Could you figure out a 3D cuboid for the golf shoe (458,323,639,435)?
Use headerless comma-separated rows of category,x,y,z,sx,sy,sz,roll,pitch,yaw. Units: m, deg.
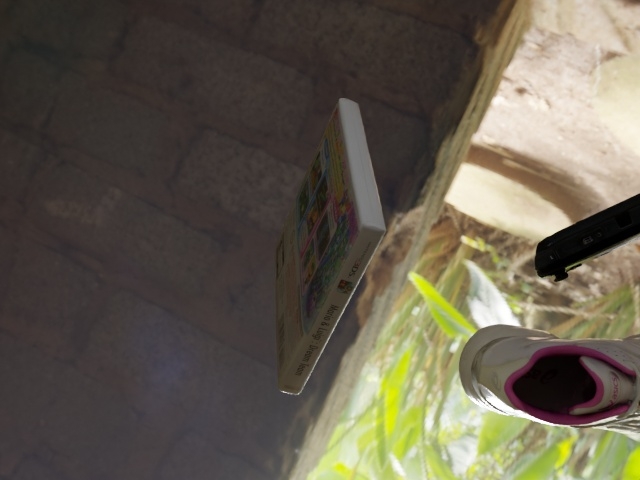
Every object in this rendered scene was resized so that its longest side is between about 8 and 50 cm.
golf shoe,0.299,0.149,0.795,0.306,0.115,0.140,2,-179,-2

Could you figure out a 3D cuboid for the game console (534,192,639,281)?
game console,0.349,-0.049,0.647,0.213,0.361,0.043,17,-131,-60

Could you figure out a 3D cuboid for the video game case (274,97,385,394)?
video game case,0.000,0.000,0.541,0.019,0.143,0.157,16,-146,-15
